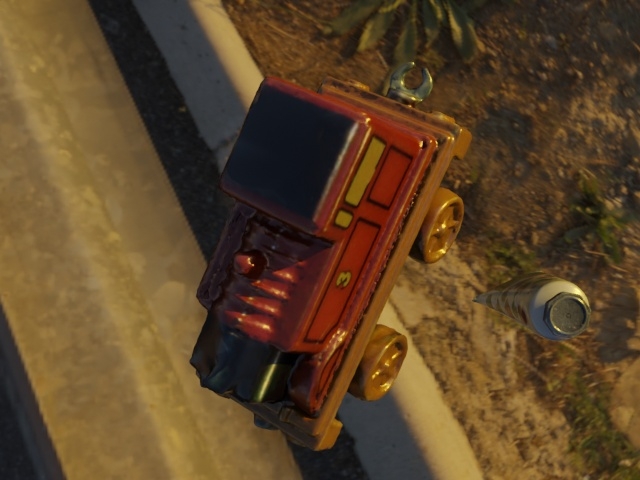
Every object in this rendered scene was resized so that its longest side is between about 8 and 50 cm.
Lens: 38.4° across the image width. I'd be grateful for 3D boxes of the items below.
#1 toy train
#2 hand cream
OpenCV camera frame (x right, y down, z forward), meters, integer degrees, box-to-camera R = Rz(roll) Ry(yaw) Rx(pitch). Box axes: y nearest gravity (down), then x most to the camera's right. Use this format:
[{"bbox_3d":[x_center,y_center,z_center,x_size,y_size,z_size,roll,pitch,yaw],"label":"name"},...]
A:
[{"bbox_3d":[0.000,0.000,0.830,0.163,0.231,0.369,26,95,31],"label":"toy train"},{"bbox_3d":[0.232,0.063,1.003,0.095,0.276,0.059,-23,93,0],"label":"hand cream"}]
